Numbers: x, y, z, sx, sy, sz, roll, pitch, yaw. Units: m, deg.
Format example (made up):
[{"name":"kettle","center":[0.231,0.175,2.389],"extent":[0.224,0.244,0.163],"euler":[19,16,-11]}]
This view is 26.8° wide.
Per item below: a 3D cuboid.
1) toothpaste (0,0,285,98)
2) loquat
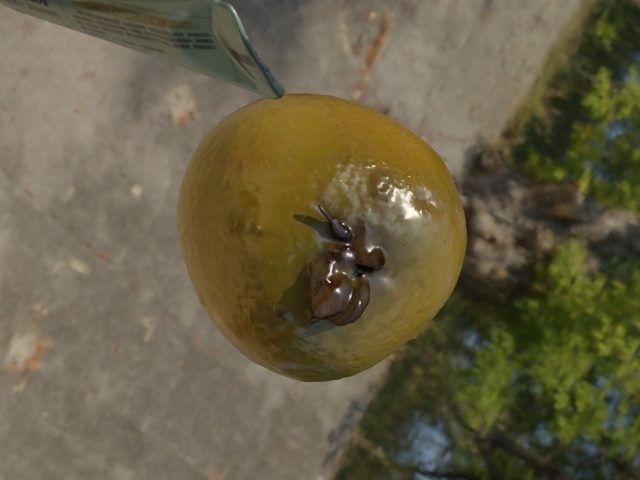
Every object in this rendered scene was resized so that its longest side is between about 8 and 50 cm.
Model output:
[{"name":"toothpaste","center":[-0.119,-0.129,0.742],"extent":[0.037,0.255,0.067],"euler":[-50,138,-20]},{"name":"loquat","center":[0.000,0.000,1.248],"extent":[0.275,0.274,0.275],"euler":[-61,180,0]}]
